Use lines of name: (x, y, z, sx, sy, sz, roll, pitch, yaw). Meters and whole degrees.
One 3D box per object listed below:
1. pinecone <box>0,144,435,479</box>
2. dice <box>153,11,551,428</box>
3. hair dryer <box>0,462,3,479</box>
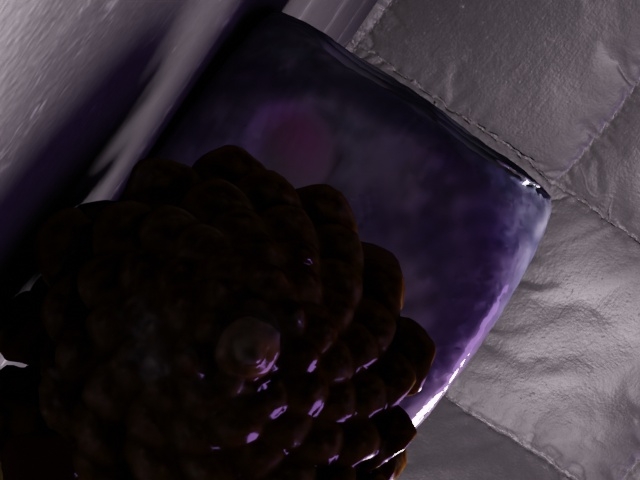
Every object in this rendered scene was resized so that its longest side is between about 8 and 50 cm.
pinecone: (-0.079, 0.091, 0.793, 0.264, 0.264, 0.264, -55, -178, 2)
dice: (0.000, 0.000, 1.091, 0.271, 0.270, 0.270, -56, -178, 9)
hair dryer: (-0.293, 0.245, 1.164, 0.278, 0.090, 0.135, -47, -174, 32)
